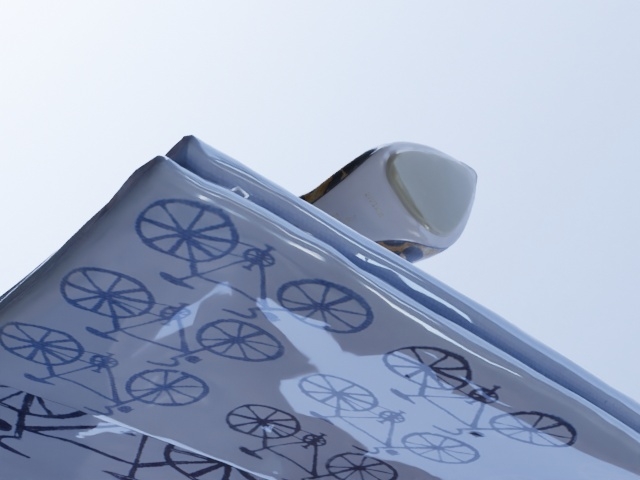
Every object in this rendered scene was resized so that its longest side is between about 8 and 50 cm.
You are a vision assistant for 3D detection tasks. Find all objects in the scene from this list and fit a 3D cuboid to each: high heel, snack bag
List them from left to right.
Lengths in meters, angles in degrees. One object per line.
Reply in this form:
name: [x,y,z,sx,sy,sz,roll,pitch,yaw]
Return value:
snack bag: [-0.027,0.104,0.505,0.342,0.323,0.037,-30,-140,44]
high heel: [0.000,0.000,0.846,0.186,0.261,0.093,-25,-90,42]
